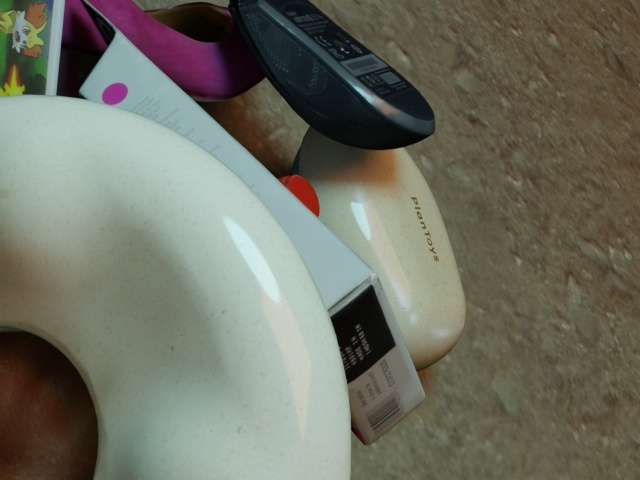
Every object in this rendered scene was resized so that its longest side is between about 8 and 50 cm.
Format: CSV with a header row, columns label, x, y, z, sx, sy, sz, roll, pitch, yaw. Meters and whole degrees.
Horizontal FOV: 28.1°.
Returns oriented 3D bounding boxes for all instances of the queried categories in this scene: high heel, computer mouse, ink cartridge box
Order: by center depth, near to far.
label,x,y,z,sx,sy,sz,roll,pitch,yaw
ink cartridge box,-0.073,-0.022,0.941,0.371,0.069,0.175,46,-11,35
high heel,-0.147,-0.213,1.122,0.127,0.181,0.377,20,26,27
computer mouse,-0.015,-0.165,1.160,0.272,0.072,0.188,43,23,12

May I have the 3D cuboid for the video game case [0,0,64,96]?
label,x,y,z,sx,sy,sz,roll,pitch,yaw
video game case,-0.311,-0.058,0.835,0.300,0.036,0.329,12,78,-44

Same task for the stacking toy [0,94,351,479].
label,x,y,z,sx,sy,sz,roll,pitch,yaw
stacking toy,-0.100,0.125,0.809,0.350,0.351,0.480,65,12,14

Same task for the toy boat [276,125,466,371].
label,x,y,z,sx,sy,sz,roll,pitch,yaw
toy boat,0.000,0.000,1.192,0.318,0.148,0.267,9,60,-55
